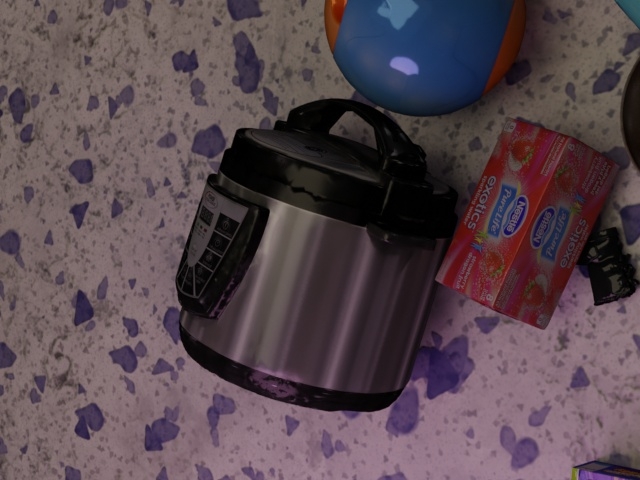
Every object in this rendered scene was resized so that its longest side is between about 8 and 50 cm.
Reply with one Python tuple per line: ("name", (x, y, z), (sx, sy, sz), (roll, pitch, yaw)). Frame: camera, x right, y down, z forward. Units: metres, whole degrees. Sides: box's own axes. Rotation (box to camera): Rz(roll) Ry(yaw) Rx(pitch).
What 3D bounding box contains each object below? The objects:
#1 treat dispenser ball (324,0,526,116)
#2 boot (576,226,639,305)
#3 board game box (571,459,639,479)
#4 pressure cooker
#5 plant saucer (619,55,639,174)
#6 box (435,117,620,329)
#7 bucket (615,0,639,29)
("treat dispenser ball", (0.148, -0.321, 1.807), (0.288, 0.288, 0.288), (-1, 89, 37))
("boot", (0.382, 0.043, 1.778), (0.121, 0.045, 0.099), (-21, 80, 35))
("board game box", (0.445, 0.491, 1.698), (0.233, 0.078, 0.347), (5, 92, 37))
("pressure cooker", (0.004, 0.000, 1.870), (0.369, 0.375, 0.420), (20, 102, 15))
("plant saucer", (0.539, -0.159, 1.599), (0.310, 0.050, 0.311), (-7, 68, 18))
("box", (0.286, -0.024, 1.755), (0.128, 0.122, 0.257), (27, 93, 51))
("bucket", (0.481, -0.331, 1.517), (0.281, 0.281, 0.183), (-43, 64, 28))
